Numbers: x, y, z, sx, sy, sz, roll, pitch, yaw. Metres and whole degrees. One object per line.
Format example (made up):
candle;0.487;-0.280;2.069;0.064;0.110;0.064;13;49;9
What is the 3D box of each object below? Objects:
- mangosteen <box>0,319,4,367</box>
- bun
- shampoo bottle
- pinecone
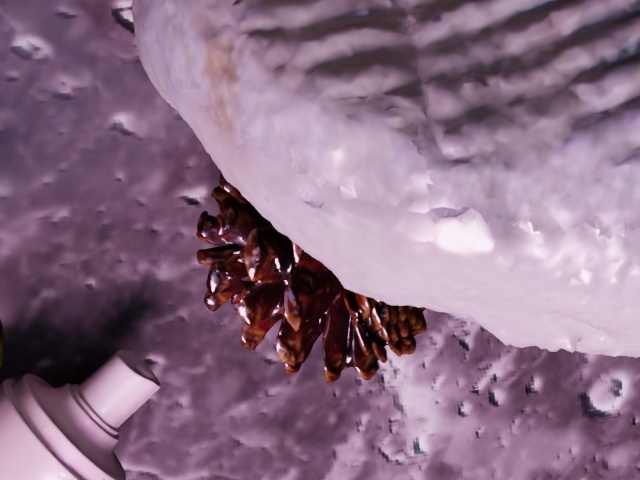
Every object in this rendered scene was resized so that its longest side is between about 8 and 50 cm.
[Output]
mangosteen;-0.292;0.039;0.542;0.421;0.381;0.381;35;94;-32
bun;0.095;-0.109;0.626;0.354;0.354;0.194;-23;152;-8
shampoo bottle;-0.204;0.167;0.753;0.303;0.092;0.092;-43;112;-1
pinecone;0.000;0.001;0.746;0.120;0.140;0.140;0;109;18
